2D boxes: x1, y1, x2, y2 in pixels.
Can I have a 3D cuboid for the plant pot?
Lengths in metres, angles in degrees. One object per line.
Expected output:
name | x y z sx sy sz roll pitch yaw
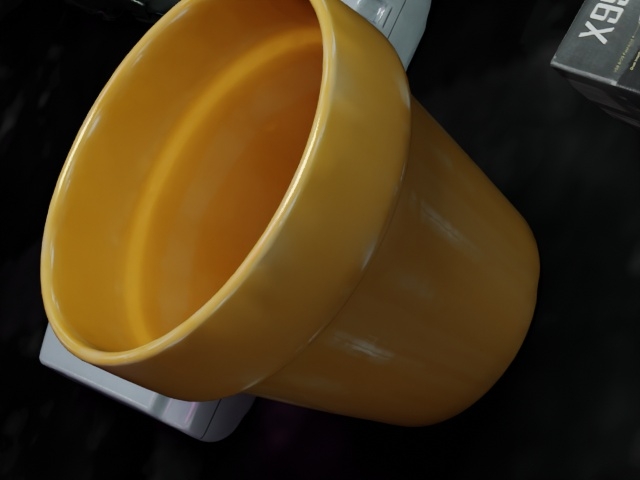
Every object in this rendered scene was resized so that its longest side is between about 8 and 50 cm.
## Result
plant pot | 0.000 0.000 0.931 0.205 0.188 0.205 -31 44 35

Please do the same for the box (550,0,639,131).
box | 0.263 -0.167 0.818 0.242 0.076 0.307 26 87 55

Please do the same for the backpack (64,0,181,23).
backpack | -0.138 -0.264 1.333 0.166 0.144 0.188 13 74 60

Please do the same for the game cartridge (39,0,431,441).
game cartridge | -0.059 -0.038 1.151 0.198 0.062 0.297 15 78 59
